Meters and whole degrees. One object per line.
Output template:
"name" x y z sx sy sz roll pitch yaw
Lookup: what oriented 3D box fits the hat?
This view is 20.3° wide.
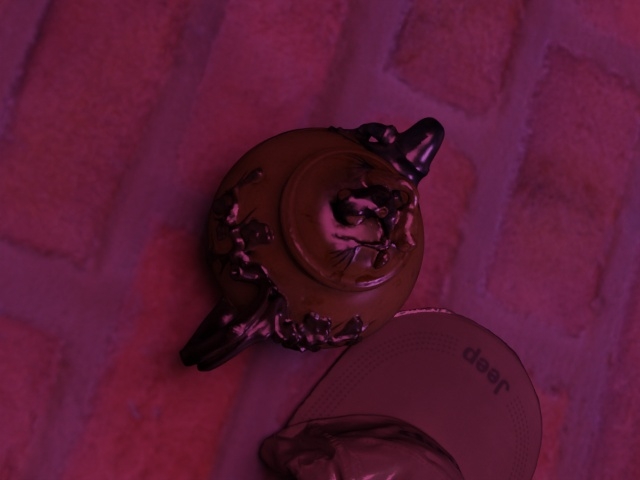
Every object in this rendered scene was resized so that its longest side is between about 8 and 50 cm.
"hat" 0.089 0.164 1.391 0.214 0.149 0.245 39 74 -10

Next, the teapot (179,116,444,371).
"teapot" 0.000 0.000 1.365 0.173 0.182 0.269 48 64 -5
